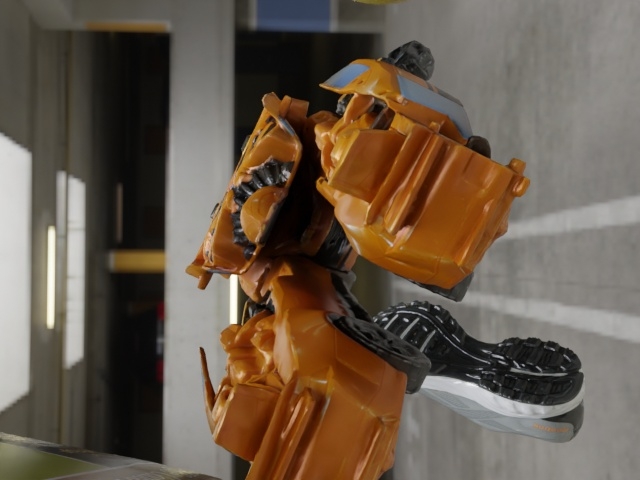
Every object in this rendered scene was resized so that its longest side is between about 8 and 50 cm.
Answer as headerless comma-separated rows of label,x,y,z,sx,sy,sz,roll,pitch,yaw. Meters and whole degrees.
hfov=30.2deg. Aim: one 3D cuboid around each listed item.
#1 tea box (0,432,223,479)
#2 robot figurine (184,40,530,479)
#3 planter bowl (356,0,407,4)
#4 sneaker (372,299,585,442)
tea box,-0.236,0.181,0.490,0.329,0.323,0.220,53,-133,-80
robot figurine,0.000,0.000,0.546,0.211,0.085,0.291,-65,13,6
planter bowl,0.052,-0.266,1.012,0.090,0.217,0.217,90,178,-49
sneaker,0.150,0.145,1.237,0.100,0.271,0.108,-49,-42,-28
